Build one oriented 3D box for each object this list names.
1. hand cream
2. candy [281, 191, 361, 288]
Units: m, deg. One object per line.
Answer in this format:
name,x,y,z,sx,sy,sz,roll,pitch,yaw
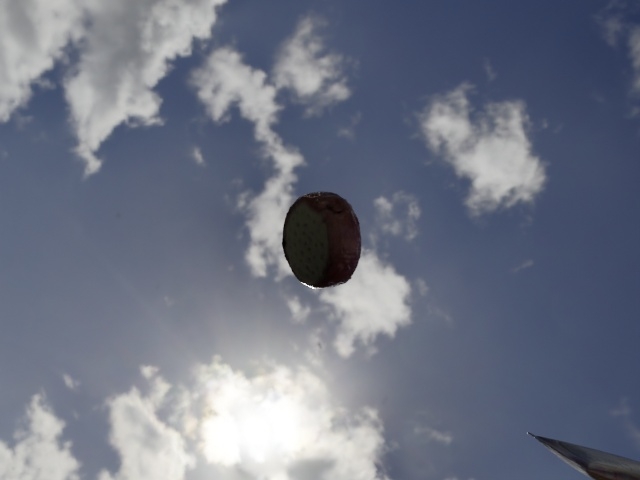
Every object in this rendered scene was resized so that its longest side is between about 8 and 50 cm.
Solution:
hand cream,0.269,0.204,0.687,0.043,0.210,0.067,-64,-157,1
candy,0.000,0.000,0.862,0.103,0.043,0.103,14,-72,54
